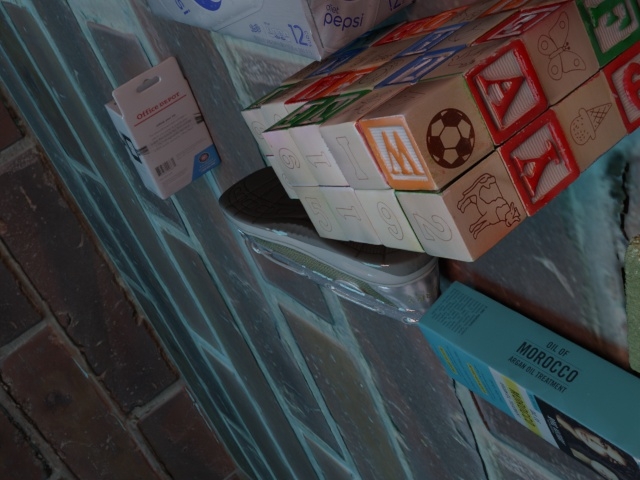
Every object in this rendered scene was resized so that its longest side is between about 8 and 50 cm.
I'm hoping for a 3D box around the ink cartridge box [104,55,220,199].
[{"bbox_3d":[-0.221,-0.160,1.130,0.060,0.104,0.180,34,152,45],"label":"ink cartridge box"}]

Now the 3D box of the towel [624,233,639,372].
[{"bbox_3d":[0.259,0.066,0.563,0.110,0.027,0.148,32,152,47],"label":"towel"}]

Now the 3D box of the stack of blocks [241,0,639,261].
[{"bbox_3d":[0.053,-0.082,0.563,0.087,0.171,0.297,61,159,-19],"label":"stack of blocks"}]

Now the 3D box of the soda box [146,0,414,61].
[{"bbox_3d":[-0.060,-0.230,0.675,0.286,0.098,0.091,30,150,48],"label":"soda box"}]

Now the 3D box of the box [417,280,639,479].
[{"bbox_3d":[0.201,0.130,0.721,0.244,0.060,0.100,30,161,47],"label":"box"}]

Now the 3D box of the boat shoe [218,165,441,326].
[{"bbox_3d":[0.003,-0.001,0.891,0.320,0.118,0.103,22,139,44],"label":"boat shoe"}]
